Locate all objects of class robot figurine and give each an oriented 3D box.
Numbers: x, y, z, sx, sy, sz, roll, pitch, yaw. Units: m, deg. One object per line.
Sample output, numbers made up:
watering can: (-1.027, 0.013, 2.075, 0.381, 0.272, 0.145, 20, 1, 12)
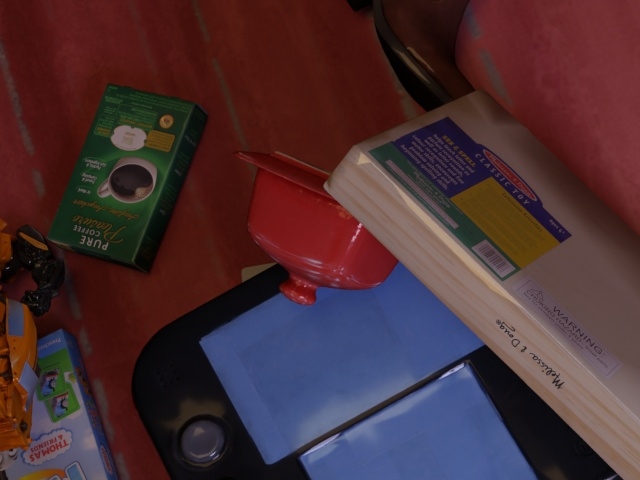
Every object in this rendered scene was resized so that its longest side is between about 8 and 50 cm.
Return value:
robot figurine: (-0.362, 0.094, 1.844, 0.211, 0.085, 0.291, -16, 49, 10)

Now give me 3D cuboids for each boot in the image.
boot: (0.175, -0.273, 1.841, 0.280, 0.096, 0.264, -30, 57, -1)

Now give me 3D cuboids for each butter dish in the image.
butter dish: (0.000, 0.000, 1.608, 0.160, 0.160, 0.118, 23, 92, 24)

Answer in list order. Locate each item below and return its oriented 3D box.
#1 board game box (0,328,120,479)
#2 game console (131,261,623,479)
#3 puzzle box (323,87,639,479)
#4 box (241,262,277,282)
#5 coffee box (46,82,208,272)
board game box: (-0.293, 0.216, 1.840, 0.160, 0.039, 0.211, -26, 66, 9)
game console: (0.053, 0.147, 1.613, 0.386, 0.060, 0.342, -29, 58, -2)
puzzle box: (0.215, 0.045, 1.550, 0.409, 0.272, 0.052, 45, 120, 11)
box: (-0.014, 0.077, 1.764, 0.101, 0.087, 0.102, -10, 70, 14)
coffee box: (-0.201, -0.066, 1.905, 0.113, 0.040, 0.184, 13, 76, 23)
